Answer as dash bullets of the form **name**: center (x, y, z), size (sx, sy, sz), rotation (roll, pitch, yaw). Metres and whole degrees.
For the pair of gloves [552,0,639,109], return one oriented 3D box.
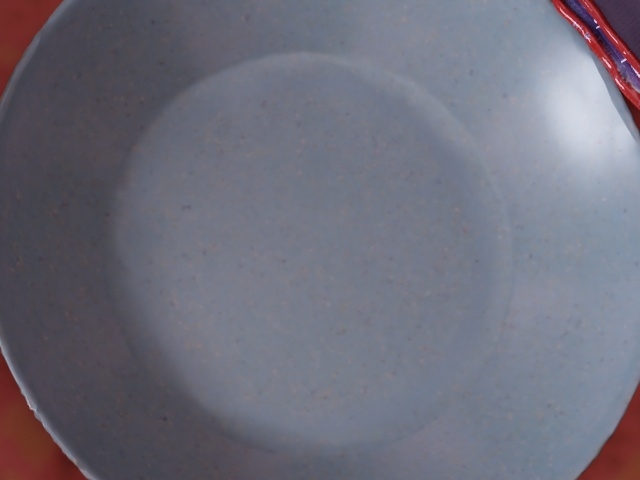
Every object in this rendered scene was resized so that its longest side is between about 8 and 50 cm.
- **pair of gloves**: center (0.157, -0.057, 0.576), size (0.159, 0.023, 0.198), rotation (-38, 85, -33)

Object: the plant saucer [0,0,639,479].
- **plant saucer**: center (0.000, 0.000, 0.537), size (0.195, 0.037, 0.195), rotation (3, 74, -11)
